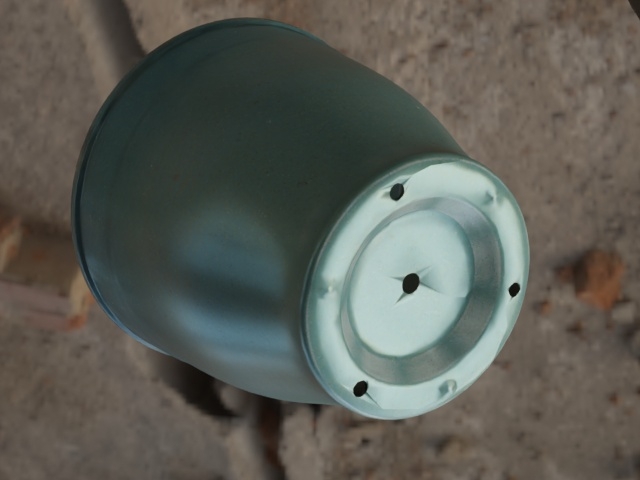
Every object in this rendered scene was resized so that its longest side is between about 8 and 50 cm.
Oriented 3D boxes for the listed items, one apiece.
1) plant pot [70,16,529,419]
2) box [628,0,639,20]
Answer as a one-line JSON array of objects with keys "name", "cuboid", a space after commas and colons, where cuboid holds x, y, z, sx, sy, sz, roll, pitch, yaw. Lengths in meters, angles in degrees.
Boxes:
[{"name": "plant pot", "cuboid": [0.000, 0.000, 1.087, 0.272, 0.255, 0.271, -13, 114, -30]}, {"name": "box", "cuboid": [0.209, -0.132, 0.678, 0.232, 0.322, 0.058, 22, 118, -21]}]
